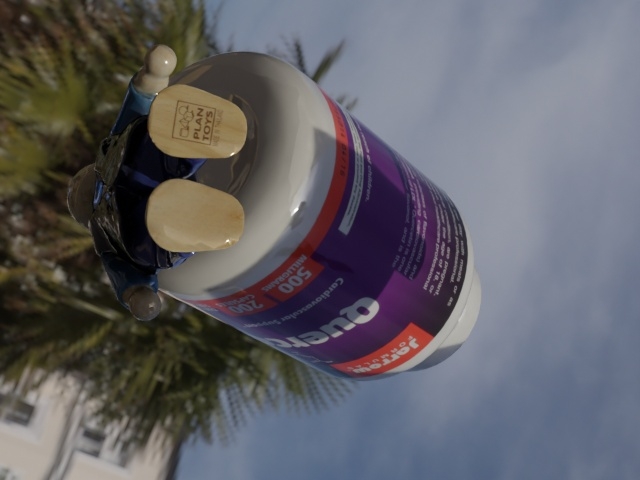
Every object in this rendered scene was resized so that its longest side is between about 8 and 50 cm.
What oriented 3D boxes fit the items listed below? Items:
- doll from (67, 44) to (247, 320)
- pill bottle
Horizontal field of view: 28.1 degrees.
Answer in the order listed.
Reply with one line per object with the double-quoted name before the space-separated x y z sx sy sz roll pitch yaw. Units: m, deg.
"doll" -0.080 -0.028 0.588 0.189 0.046 0.129 170 -77 -69
"pill bottle" 0.000 0.000 0.982 0.181 0.323 0.181 -14 -118 29
